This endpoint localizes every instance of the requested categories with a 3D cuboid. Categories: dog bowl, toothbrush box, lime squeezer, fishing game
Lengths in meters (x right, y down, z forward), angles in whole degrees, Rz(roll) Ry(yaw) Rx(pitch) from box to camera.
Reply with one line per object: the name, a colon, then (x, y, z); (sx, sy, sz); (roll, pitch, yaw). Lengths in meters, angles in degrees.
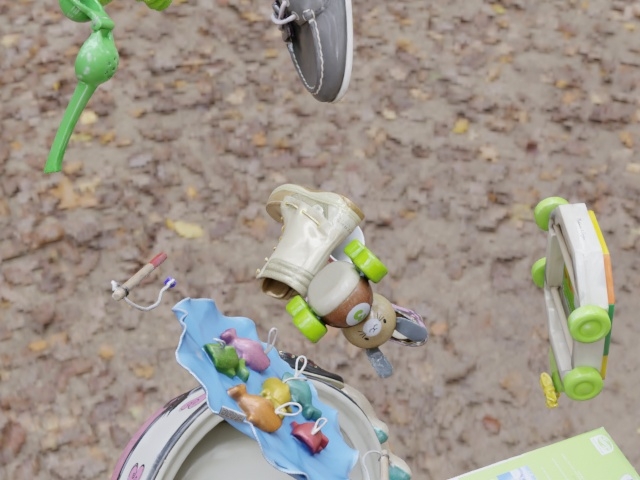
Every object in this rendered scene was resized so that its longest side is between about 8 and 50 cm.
dog bowl: (-0.105, 0.367, 1.376); (0.408, 0.407, 0.150); (-35, 24, -33)
toothbrush box: (0.165, 0.309, 1.003); (0.283, 0.206, 0.122); (-9, 54, -40)
lime squeezer: (-0.277, -0.235, 1.158); (0.110, 0.310, 0.059); (-2, 9, 37)
fishing game: (-0.036, 0.104, 0.767); (0.264, 0.041, 0.189); (44, 12, -3)

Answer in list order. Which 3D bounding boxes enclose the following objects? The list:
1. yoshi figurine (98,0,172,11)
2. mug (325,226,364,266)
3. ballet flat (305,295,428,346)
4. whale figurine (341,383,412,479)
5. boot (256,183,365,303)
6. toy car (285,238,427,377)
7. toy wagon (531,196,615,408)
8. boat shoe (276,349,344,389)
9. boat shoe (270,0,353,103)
yoshi figurine: (-0.261, -0.419, 1.441); (0.204, 0.202, 0.362); (2, 21, 30)
mug: (0.009, 0.000, 2.482); (0.113, 0.169, 0.150); (-13, 85, -32)
ballet flat: (0.085, 0.128, 1.748); (0.222, 0.076, 0.079); (20, 3, -16)
whale figurine: (0.042, 0.374, 1.900); (0.216, 0.272, 0.141); (-16, 32, 52)
boot: (-0.056, 0.007, 1.870); (0.262, 0.095, 0.203); (12, 64, 53)
toy car: (0.070, 0.121, 1.585); (0.155, 0.188, 0.149); (-45, 15, 1)
toy wagon: (0.372, 0.112, 1.554); (0.068, 0.344, 0.267); (-5, 39, 2)
boat shoe: (-0.021, 0.209, 1.672); (0.133, 0.049, 0.042); (18, 56, -15)
boat shoe: (-0.032, -0.316, 1.162); (0.096, 0.112, 0.335); (-2, 84, -22)
